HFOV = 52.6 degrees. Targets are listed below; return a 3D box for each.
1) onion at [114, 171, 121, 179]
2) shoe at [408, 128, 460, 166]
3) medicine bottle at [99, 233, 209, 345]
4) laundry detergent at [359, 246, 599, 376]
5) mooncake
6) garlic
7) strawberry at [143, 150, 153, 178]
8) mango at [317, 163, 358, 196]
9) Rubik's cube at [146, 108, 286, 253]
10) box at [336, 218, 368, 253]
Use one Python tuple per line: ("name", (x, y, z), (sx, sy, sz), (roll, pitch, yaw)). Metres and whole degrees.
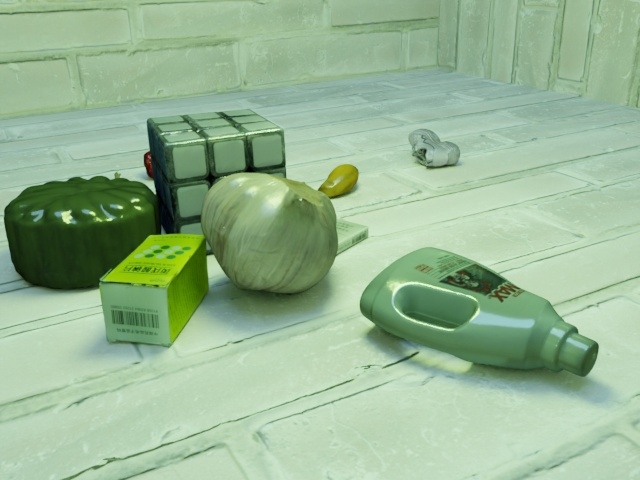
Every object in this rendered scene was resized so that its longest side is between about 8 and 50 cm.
("onion", (-0.564, -0.125, 1.829), (0.149, 0.140, 0.150), (0, 6, 0))
("shoe", (0.369, -0.324, 2.292), (0.137, 0.095, 0.245), (-11, 31, -28))
("medicine bottle", (-0.329, 0.092, 1.315), (0.137, 0.141, 0.250), (6, 24, 7))
("laundry detergent", (0.292, 0.144, 1.180), (0.263, 0.125, 0.397), (-21, 32, -39))
("mooncake", (-0.565, -0.038, 1.563), (0.356, 0.194, 0.356), (-1, 24, 1))
("garlic", (-0.100, -0.006, 1.391), (0.317, 0.259, 0.317), (34, 14, -10))
("strawberry", (-0.549, -0.259, 2.191), (0.106, 0.106, 0.106), (-1, 23, 1))
("mango", (0.062, -0.188, 2.017), (0.098, 0.075, 0.190), (-5, 22, 34))
("Rubik's cube", (-0.270, -0.163, 1.693), (0.303, 0.301, 0.305), (-11, 26, -22))
("box", (0.000, 0.000, 1.633), (0.138, 0.035, 0.245), (16, 29, 33))
